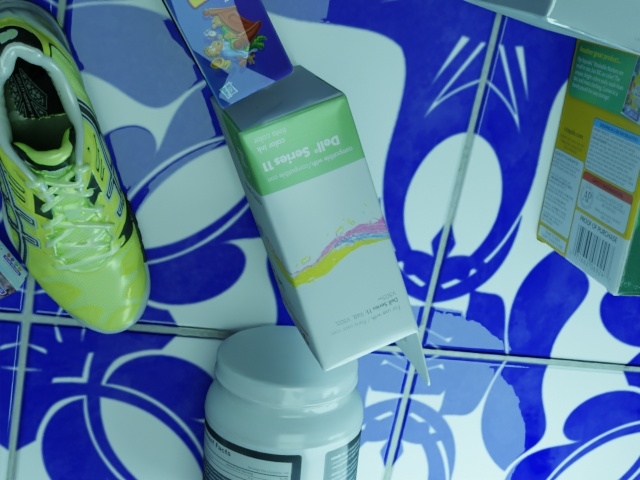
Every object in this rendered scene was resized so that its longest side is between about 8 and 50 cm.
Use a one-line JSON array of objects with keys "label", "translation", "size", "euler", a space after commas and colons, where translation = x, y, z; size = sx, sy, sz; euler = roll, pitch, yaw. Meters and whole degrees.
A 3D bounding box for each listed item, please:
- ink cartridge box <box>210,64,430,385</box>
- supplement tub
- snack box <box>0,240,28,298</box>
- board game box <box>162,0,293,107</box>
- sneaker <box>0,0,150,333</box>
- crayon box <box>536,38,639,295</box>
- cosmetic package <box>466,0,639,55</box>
[{"label": "ink cartridge box", "translation": [0.000, 0.000, 1.060], "size": [0.119, 0.207, 0.353], "euler": [-22, 113, -7]}, {"label": "supplement tub", "translation": [-0.048, 0.261, 1.151], "size": [0.191, 0.191, 0.272], "euler": [0, 109, -14]}, {"label": "snack box", "translation": [-0.407, 0.011, 1.038], "size": [0.100, 0.037, 0.141], "euler": [-23, 116, 23]}, {"label": "board game box", "translation": [-0.153, -0.315, 0.895], "size": [0.078, 0.233, 0.347], "euler": [-28, 113, -2]}, {"label": "sneaker", "translation": [-0.285, -0.056, 1.003], "size": [0.145, 0.147, 0.384], "euler": [-21, 115, -8]}, {"label": "crayon box", "translation": [0.363, -0.120, 1.109], "size": [0.083, 0.203, 0.323], "euler": [2, 109, -15]}, {"label": "cosmetic package", "translation": [0.282, -0.335, 1.001], "size": [0.138, 0.224, 0.224], "euler": [14, 106, -21]}]
